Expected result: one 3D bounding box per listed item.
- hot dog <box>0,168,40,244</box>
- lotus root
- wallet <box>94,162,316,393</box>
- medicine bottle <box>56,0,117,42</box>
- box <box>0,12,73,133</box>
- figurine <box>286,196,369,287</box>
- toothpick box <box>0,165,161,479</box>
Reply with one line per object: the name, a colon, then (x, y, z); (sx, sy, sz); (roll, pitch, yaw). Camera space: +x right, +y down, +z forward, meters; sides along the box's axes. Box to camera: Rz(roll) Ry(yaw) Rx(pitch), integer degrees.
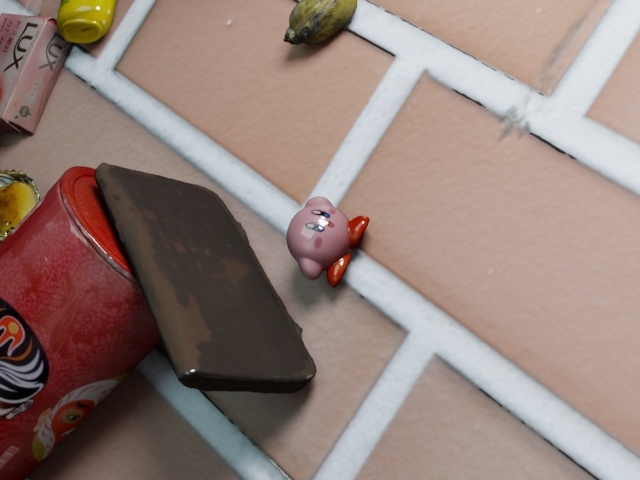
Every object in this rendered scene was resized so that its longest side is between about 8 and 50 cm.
hot dog: (-0.406, 0.040, 1.812); (0.162, 0.082, 0.270); (-20, 58, 32)
lotus root: (0.000, -0.247, 1.608); (0.099, 0.049, 0.054); (-38, 71, 25)
wallet: (-0.123, 0.039, 1.507); (0.042, 0.165, 0.309); (-55, 44, 26)
medicine bottle: (-0.283, -0.380, 1.907); (0.095, 0.064, 0.261); (-19, 56, 48)
box: (-0.399, -0.221, 1.942); (0.111, 0.060, 0.156); (15, 82, 43)
figurine: (0.000, 0.000, 1.481); (0.067, 0.071, 0.083); (127, 168, -76)
toothpick box: (-0.306, 0.104, 1.610); (0.333, 0.204, 0.204); (-44, 48, 16)
